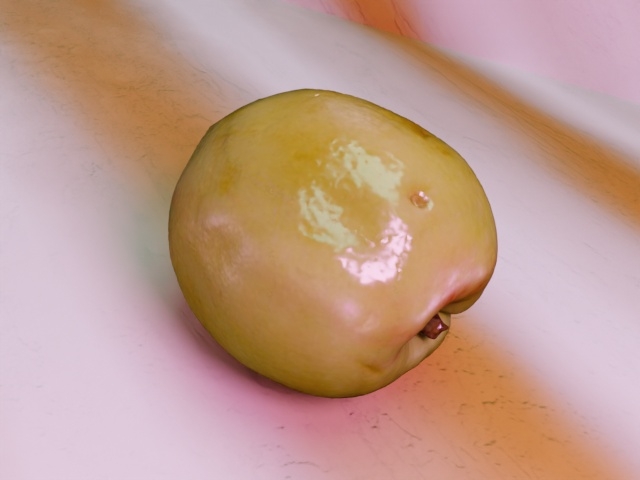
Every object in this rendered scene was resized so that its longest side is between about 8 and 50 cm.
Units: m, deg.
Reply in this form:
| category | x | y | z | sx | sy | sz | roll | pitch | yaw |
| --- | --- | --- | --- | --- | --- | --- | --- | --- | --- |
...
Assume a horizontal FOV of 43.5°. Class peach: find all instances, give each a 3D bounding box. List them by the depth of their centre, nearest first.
| category | x | y | z | sx | sy | sz | roll | pitch | yaw |
| --- | --- | --- | --- | --- | --- | --- | --- | --- | --- |
| peach | 0.004 | 0.002 | 0.792 | 0.315 | 0.282 | 0.314 | 30 | 1 | 12 |
